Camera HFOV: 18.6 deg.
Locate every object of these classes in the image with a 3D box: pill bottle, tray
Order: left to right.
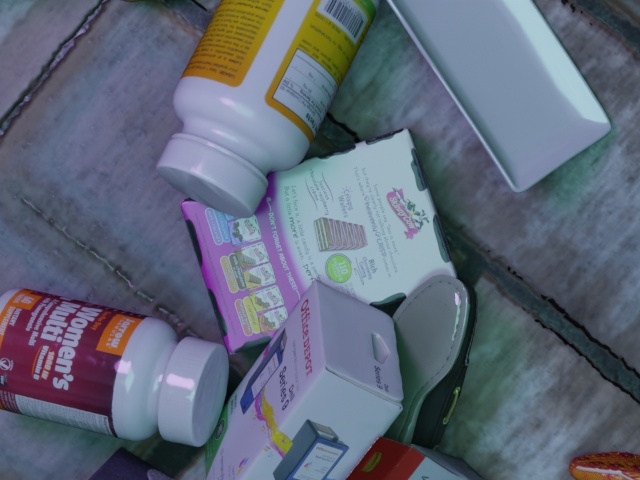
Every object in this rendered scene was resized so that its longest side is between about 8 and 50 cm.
[{"bbox_3d":[-0.207,0.124,1.867,0.221,0.121,0.121,12,94,15],"label":"pill bottle"},{"bbox_3d":[-0.054,-0.150,1.824,0.136,0.136,0.245,26,77,2],"label":"pill bottle"},{"bbox_3d":[0.156,-0.184,1.868,0.145,0.030,0.270,-33,90,-32],"label":"tray"}]

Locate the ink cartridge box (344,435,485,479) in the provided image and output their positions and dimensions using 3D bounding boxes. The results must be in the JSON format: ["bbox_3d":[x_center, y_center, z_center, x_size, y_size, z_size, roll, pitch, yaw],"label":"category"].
[{"bbox_3d":[0.059,0.277,1.828,0.056,0.225,0.181,40,95,24],"label":"ink cartridge box"}]

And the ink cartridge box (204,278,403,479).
[{"bbox_3d":[-0.019,0.167,1.820,0.093,0.154,0.212,28,116,-19],"label":"ink cartridge box"}]

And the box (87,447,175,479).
[{"bbox_3d":[-0.173,0.308,1.829,0.163,0.247,0.142,31,95,1],"label":"box"}]

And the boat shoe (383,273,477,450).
[{"bbox_3d":[0.098,0.132,1.870,0.081,0.069,0.227,37,114,34],"label":"boat shoe"}]

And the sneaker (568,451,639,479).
[{"bbox_3d":[0.324,0.248,1.888,0.175,0.064,0.067,15,104,6],"label":"sneaker"}]

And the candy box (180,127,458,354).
[{"bbox_3d":[0.000,0.000,1.891,0.233,0.071,0.159,-17,92,5],"label":"candy box"}]
